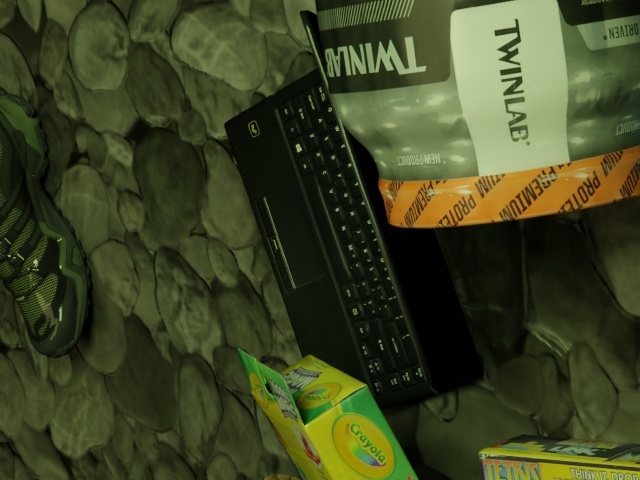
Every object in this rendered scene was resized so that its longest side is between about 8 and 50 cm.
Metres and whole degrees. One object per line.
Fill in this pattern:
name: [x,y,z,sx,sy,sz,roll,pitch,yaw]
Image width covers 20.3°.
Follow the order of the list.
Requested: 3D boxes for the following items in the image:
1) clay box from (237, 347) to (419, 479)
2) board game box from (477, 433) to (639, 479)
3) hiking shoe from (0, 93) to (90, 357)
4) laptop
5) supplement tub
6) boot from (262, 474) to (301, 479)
clay box: [0.029,0.160,1.136,0.222,0.053,0.127,62,168,-13]
board game box: [0.177,0.193,1.063,0.170,0.048,0.141,-1,98,50]
hiking shoe: [-0.270,-0.005,1.477,0.086,0.114,0.227,-24,83,51]
laptop: [0.000,0.000,1.143,0.264,0.136,0.234,-24,82,50]
supplement tub: [0.086,-0.173,0.942,0.193,0.193,0.316,-3,98,50]
boot: [-0.009,0.249,1.295,0.158,0.059,0.084,58,142,18]
